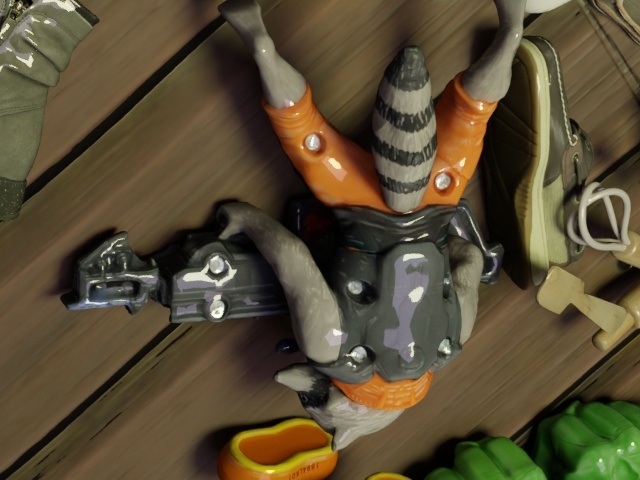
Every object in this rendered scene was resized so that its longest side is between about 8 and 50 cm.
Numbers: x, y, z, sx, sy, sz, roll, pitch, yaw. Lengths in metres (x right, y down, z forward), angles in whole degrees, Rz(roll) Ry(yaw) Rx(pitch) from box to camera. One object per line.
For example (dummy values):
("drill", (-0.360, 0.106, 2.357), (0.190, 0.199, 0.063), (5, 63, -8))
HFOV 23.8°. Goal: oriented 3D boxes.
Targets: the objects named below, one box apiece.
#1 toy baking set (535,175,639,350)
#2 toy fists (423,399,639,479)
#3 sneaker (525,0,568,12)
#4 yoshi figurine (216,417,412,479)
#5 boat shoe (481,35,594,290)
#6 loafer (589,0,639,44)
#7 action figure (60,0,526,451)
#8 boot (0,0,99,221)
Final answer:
("toy baking set", (0.254, -0.006, 1.204), (0.256, 0.030, 0.197), (-42, 140, -19))
("toy fists", (0.190, 0.218, 1.311), (0.279, 0.096, 0.142), (-16, 134, -19))
("sneaker", (0.190, -0.275, 1.039), (0.126, 0.091, 0.240), (41, 96, -19))
("yoshi figurine", (-0.051, 0.338, 1.216), (0.203, 0.203, 0.362), (9, 117, -12))
("boat shoe", (0.168, -0.064, 1.147), (0.073, 0.080, 0.223), (-23, 131, -19))
("loafer", (0.254, -0.166, 1.148), (0.125, 0.039, 0.045), (21, 107, -33))
("action figure", (0.000, 0.000, 1.040), (0.341, 0.178, 0.330), (-11, 119, -18))
("boot", (-0.265, -0.112, 0.915), (0.246, 0.083, 0.161), (11, 106, -37))
